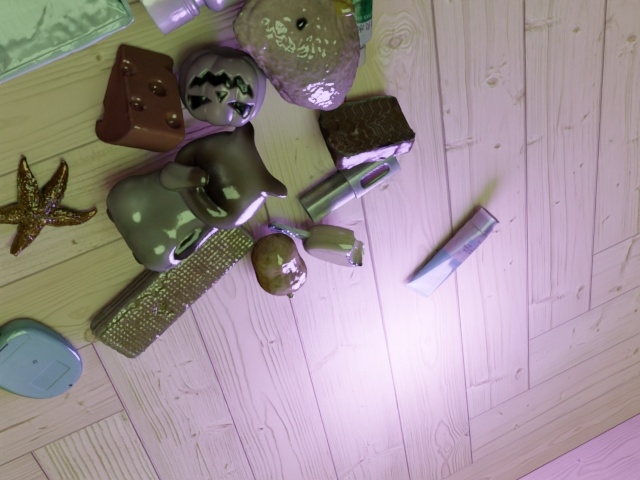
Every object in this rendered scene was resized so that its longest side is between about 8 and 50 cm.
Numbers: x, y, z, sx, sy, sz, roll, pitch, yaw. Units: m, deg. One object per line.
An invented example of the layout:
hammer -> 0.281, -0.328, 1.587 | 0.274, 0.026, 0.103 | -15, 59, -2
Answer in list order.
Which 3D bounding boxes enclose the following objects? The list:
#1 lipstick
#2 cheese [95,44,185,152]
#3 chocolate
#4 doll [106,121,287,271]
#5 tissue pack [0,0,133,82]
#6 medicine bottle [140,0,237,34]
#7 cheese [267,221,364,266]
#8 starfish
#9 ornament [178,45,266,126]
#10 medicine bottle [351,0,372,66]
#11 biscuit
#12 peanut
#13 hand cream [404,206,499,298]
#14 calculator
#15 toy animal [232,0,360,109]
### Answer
lipstick -> 0.068, -0.143, 1.993 | 0.253, 0.077, 0.079 | -33, 132, -3
cheese -> -0.377, -0.254, 1.652 | 0.128, 0.202, 0.177 | 5, 149, -36
chocolate -> 0.101, -0.246, 1.896 | 0.214, 0.148, 0.093 | -15, 153, -16
doll -> -0.280, -0.083, 1.722 | 0.370, 0.215, 0.226 | -32, 171, 21
tissue pack -> -0.514, -0.407, 1.268 | 0.332, 0.405, 0.205 | -28, 127, -10
medicine bottle -> -0.171, -0.548, 1.479 | 0.379, 0.213, 0.213 | -32, 132, 2
cheese -> -0.008, 0.003, 2.042 | 0.249, 0.163, 0.070 | 12, 75, 2
starfish -> -0.584, -0.067, 1.706 | 0.241, 0.043, 0.227 | 2, 121, -33
ornament -> -0.201, -0.307, 1.666 | 0.178, 0.177, 0.177 | -15, 127, -20
medicine bottle -> 0.065, -0.500, 1.733 | 0.095, 0.095, 0.260 | -14, 129, -20
biscuit -> -0.349, 0.102, 1.928 | 0.426, 0.078, 0.144 | -44, 131, 3
peanut -> -0.102, 0.062, 1.990 | 0.129, 0.129, 0.224 | -32, 145, -6
hand cream -> 0.372, 0.041, 2.301 | 0.111, 0.070, 0.312 | 26, 110, -42
calculator -> -0.680, 0.274, 1.885 | 0.184, 0.042, 0.295 | -43, 133, 4
toy animal -> -0.017, -0.392, 1.634 | 0.226, 0.188, 0.358 | -56, 149, -9
